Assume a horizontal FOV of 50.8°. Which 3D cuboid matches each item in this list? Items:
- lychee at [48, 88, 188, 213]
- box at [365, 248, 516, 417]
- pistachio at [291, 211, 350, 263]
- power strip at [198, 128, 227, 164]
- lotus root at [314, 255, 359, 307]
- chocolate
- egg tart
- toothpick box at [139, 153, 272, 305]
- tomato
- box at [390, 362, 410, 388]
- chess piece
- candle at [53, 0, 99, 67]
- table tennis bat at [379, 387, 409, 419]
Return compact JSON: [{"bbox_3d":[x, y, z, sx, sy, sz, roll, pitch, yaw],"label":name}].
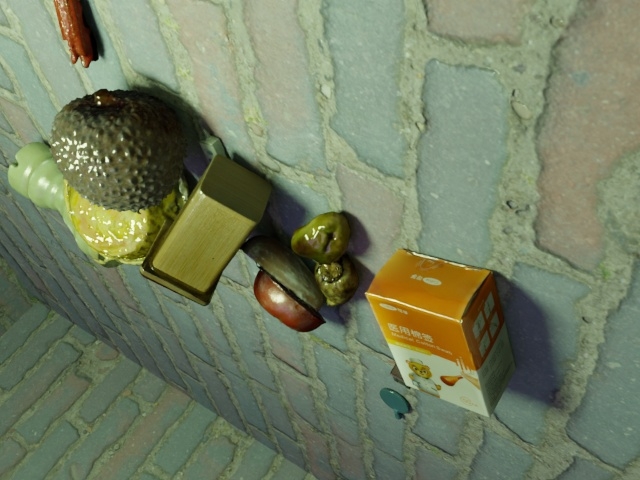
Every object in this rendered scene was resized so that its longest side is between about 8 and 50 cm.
[{"bbox_3d":[-0.450,-0.205,1.512,0.300,0.300,0.300,28,150,18],"label":"lychee"},{"bbox_3d":[0.260,0.192,1.415,0.225,0.143,0.341,14,144,38],"label":"box"},{"bbox_3d":[0.001,0.003,1.483,0.110,0.100,0.189,48,149,-9],"label":"pistachio"},{"bbox_3d":[-0.235,-0.183,1.561,0.047,0.030,0.191,17,146,33],"label":"power strip"},{"bbox_3d":[0.040,0.101,1.602,0.108,0.094,0.191,50,166,25],"label":"lotus root"},{"bbox_3d":[-0.082,0.069,1.689,0.261,0.083,0.161,41,179,-11],"label":"chocolate"},{"bbox_3d":[-0.516,-0.084,1.760,0.387,0.169,0.388,6,115,13],"label":"egg tart"},{"bbox_3d":[-0.257,-0.028,1.560,0.187,0.190,0.308,30,132,-13],"label":"toothpick box"},{"bbox_3d":[-0.091,0.168,1.759,0.225,0.085,0.225,41,177,2],"label":"tomato"},{"bbox_3d":[0.223,0.331,1.726,0.060,0.085,0.063,25,155,22],"label":"box"},{"bbox_3d":[-0.752,-0.120,2.073,0.442,0.234,0.234,32,151,18],"label":"chess piece"},{"bbox_3d":[-0.525,-0.492,1.419,0.059,0.084,0.302,3,139,-1],"label":"candle"},{"bbox_3d":[0.225,0.493,2.028,0.100,0.019,0.155,19,144,32],"label":"table tennis bat"}]
